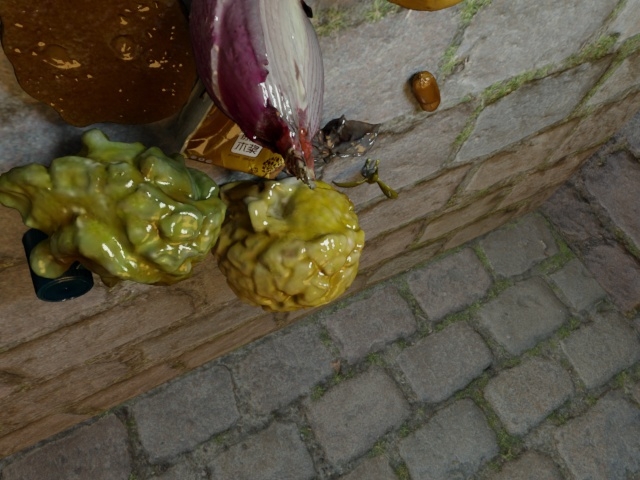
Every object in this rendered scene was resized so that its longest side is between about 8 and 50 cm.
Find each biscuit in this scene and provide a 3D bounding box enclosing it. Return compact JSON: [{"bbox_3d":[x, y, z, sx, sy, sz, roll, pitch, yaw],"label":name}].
[{"bbox_3d":[-0.308,-0.277,0.617,0.257,0.049,0.273,-17,154,-21],"label":"biscuit"}]

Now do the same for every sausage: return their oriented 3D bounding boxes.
[{"bbox_3d":[0.274,-0.383,1.082,0.062,0.054,0.183,-3,172,26],"label":"sausage"}]

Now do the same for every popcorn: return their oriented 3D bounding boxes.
[{"bbox_3d":[-0.082,0.011,1.086,0.344,0.390,0.354,-20,150,-57],"label":"popcorn"},{"bbox_3d":[-0.347,-0.058,0.763,0.279,0.335,0.275,-62,172,-60],"label":"popcorn"}]

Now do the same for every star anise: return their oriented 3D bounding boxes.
[{"bbox_3d":[-0.004,-0.229,1.013,0.257,0.111,0.198,-7,160,-37],"label":"star anise"}]

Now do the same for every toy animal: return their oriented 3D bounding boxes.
[{"bbox_3d":[0.151,-0.204,1.278,0.218,0.095,0.155,7,152,-5],"label":"toy animal"}]

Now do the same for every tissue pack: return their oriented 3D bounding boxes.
[{"bbox_3d":[-0.150,-0.224,0.834,0.226,0.092,0.183,6,137,-42],"label":"tissue pack"}]

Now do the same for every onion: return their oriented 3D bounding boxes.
[{"bbox_3d":[-0.098,-0.235,0.627,0.158,0.349,0.267,-10,162,21],"label":"onion"}]

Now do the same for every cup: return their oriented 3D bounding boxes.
[{"bbox_3d":[-0.553,0.039,0.894,0.113,0.138,0.150,-7,150,-42],"label":"cup"}]

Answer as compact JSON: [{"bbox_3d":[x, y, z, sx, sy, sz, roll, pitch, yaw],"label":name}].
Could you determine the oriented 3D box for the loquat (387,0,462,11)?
[{"bbox_3d":[0.160,-0.446,0.586,0.238,0.239,0.193,-34,164,12],"label":"loquat"}]
